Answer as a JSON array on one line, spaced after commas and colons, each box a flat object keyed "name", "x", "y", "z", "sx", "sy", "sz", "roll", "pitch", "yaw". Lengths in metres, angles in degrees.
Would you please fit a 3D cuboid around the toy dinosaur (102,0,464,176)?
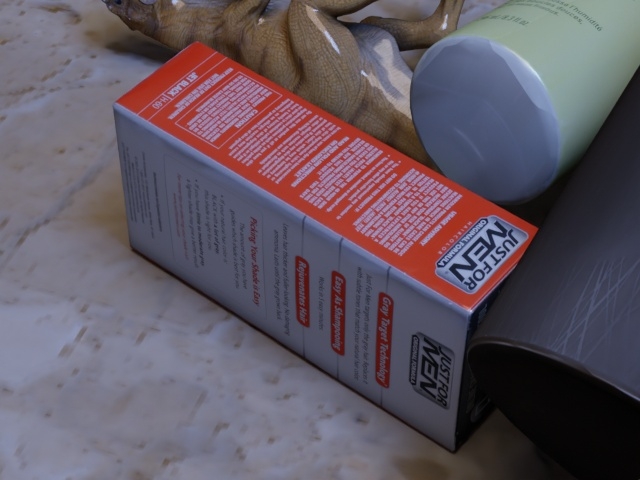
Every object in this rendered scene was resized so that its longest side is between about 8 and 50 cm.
[{"name": "toy dinosaur", "x": 0.014, "y": -0.064, "z": 0.602, "sx": 0.211, "sy": 0.064, "sz": 0.112, "roll": 33, "pitch": 87, "yaw": 21}]

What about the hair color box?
[{"name": "hair color box", "x": 0.000, "y": 0.000, "z": 0.521, "sx": 0.141, "sy": 0.072, "sz": 0.043, "roll": 32, "pitch": 55, "yaw": 25}]

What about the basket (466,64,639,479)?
[{"name": "basket", "x": 0.155, "y": -0.023, "z": 0.458, "sx": 0.154, "sy": 0.204, "sz": 0.227, "roll": 36, "pitch": 78, "yaw": 4}]

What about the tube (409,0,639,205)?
[{"name": "tube", "x": 0.126, "y": -0.090, "z": 0.597, "sx": 0.070, "sy": 0.062, "sz": 0.240, "roll": 45, "pitch": 49, "yaw": 14}]
